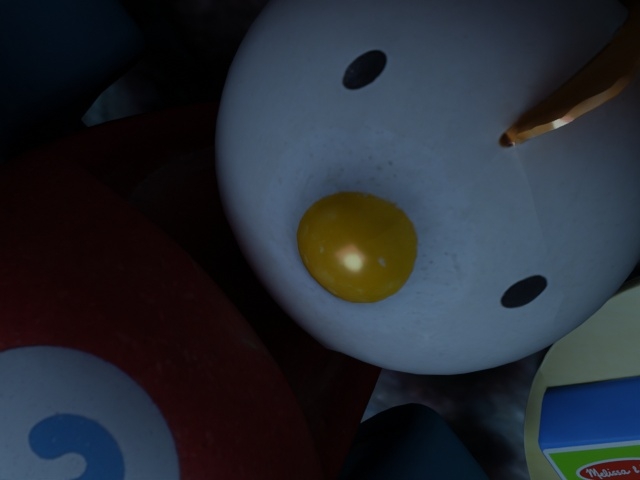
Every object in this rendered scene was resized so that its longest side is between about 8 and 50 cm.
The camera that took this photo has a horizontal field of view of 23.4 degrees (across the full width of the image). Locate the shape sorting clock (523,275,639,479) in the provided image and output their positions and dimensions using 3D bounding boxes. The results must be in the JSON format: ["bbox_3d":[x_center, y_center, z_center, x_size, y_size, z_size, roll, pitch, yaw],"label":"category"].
[{"bbox_3d":[0.159,0.086,0.472,0.206,0.040,0.206,20,140,18],"label":"shape sorting clock"}]

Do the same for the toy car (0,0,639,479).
[{"bbox_3d":[0.000,0.000,0.383,0.238,0.210,0.219,-34,97,33],"label":"toy car"}]
